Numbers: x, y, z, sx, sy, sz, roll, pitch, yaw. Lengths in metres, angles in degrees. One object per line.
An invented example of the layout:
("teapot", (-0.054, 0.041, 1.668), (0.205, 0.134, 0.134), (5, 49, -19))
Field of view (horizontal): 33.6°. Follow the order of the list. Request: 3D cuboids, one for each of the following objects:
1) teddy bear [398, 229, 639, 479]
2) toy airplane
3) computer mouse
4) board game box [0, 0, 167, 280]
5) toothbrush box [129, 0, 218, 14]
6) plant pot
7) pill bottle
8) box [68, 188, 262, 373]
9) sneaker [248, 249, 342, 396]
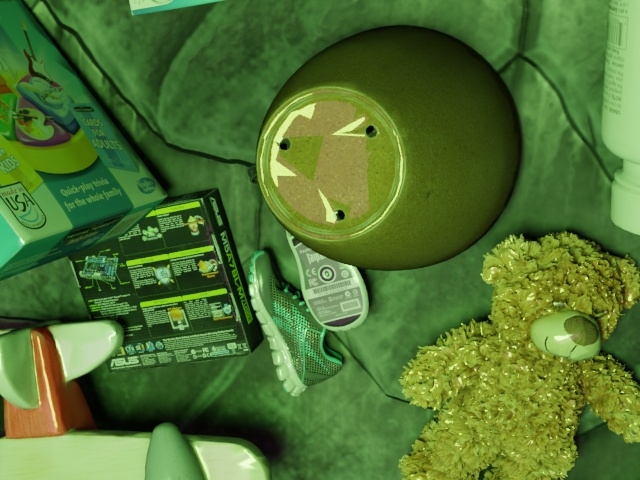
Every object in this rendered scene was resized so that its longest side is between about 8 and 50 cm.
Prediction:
("teddy bear", (0.200, 0.158, 1.046), (0.245, 0.113, 0.338), (38, 117, 1))
("toy airplane", (-0.296, 0.274, 1.143), (0.384, 0.272, 0.386), (36, 117, -6))
("computer mouse", (0.000, 0.000, 1.096), (0.106, 0.042, 0.193), (-14, 98, 18))
("board game box", (-0.328, -0.134, 1.017), (0.079, 0.254, 0.336), (-38, 87, 23))
("toothbrush box", (-0.037, -0.333, 0.939), (0.295, 0.126, 0.216), (-4, 108, 19))
("plant pot", (0.041, -0.075, 0.912), (0.237, 0.254, 0.237), (2, 97, 16))
("pill bottle", (0.305, -0.124, 0.893), (0.131, 0.131, 0.229), (5, 111, 17))
("box", (-0.177, 0.049, 1.173), (0.190, 0.045, 0.184), (-11, 103, 23))
("sneaker", (-0.025, 0.081, 1.131), (0.076, 0.065, 0.166), (-18, 106, 7))
